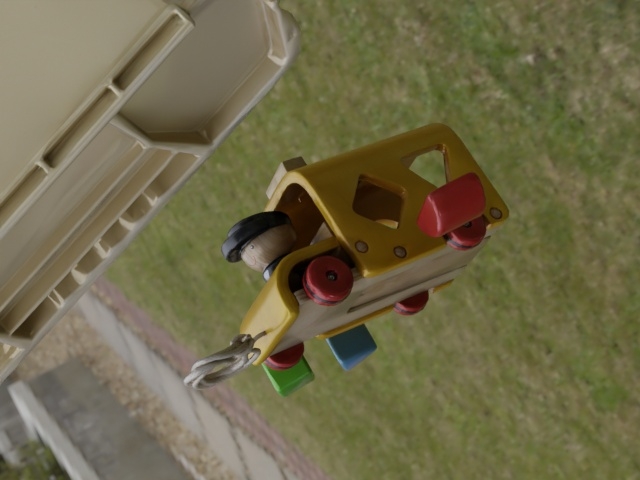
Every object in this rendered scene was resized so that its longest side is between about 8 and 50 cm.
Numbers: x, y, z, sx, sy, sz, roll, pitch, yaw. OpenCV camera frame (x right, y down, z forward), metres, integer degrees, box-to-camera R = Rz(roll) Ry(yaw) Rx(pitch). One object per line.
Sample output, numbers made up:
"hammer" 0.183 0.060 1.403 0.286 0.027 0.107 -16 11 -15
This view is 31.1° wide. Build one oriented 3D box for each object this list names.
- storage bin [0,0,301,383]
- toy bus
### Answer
"storage bin" -0.187 -0.092 0.472 0.262 0.260 0.123 45 -174 9
"toy bus" 0.008 -0.001 0.693 0.104 0.191 0.202 58 -168 18
